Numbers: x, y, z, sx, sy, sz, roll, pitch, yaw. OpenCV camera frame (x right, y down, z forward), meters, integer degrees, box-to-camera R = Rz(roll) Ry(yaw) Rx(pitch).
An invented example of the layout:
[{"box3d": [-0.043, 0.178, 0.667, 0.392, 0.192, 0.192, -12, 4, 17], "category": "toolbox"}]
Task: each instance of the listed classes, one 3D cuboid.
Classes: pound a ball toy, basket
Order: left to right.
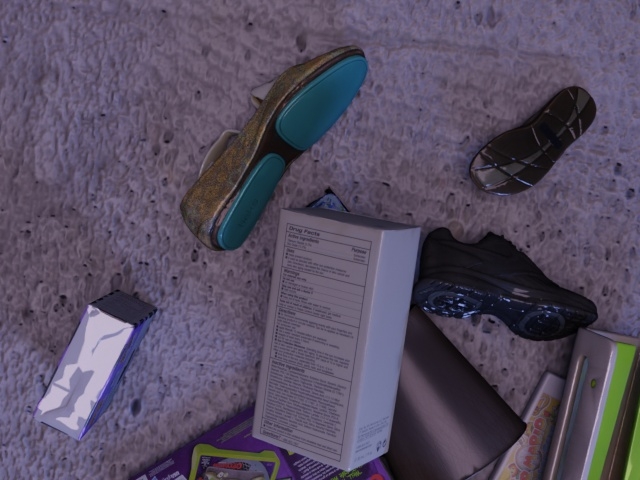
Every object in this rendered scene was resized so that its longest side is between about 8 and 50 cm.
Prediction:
[{"box3d": [0.140, 0.217, 1.348, 0.204, 0.154, 0.226, -33, 90, 2], "category": "basket"}, {"box3d": [0.425, 0.296, 1.349, 0.208, 0.136, 0.319, 11, 94, -15], "category": "pound a ball toy"}]

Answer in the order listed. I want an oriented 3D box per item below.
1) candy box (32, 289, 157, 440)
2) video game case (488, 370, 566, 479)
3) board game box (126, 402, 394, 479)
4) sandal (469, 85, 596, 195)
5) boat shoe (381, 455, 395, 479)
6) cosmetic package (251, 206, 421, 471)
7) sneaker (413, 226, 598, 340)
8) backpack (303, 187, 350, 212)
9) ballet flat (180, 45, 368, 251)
[{"box3d": [-0.299, 0.161, 1.304, 0.070, 0.196, 0.164, 26, 92, -2], "category": "candy box"}, {"box3d": [0.373, 0.337, 1.419, 0.206, 0.026, 0.226, 27, 92, -3], "category": "video game case"}, {"box3d": [-0.088, 0.348, 1.352, 0.347, 0.056, 0.208, -30, 61, 1], "category": "board game box"}, {"box3d": [0.300, -0.141, 1.379, 0.219, 0.060, 0.090, -43, 100, -13], "category": "sandal"}, {"box3d": [0.106, 0.418, 1.400, 0.076, 0.083, 0.226, -21, 95, 28], "category": "boat shoe"}, {"box3d": [0.019, 0.120, 1.248, 0.160, 0.113, 0.309, 14, 99, 31], "category": "cosmetic package"}, {"box3d": [0.268, 0.056, 1.360, 0.286, 0.109, 0.130, 18, 55, -19], "category": "sneaker"}, {"box3d": [0.000, 0.000, 1.360, 0.114, 0.084, 0.105, -38, 91, 4], "category": "backpack"}, {"box3d": [-0.076, -0.147, 1.344, 0.123, 0.123, 0.348, 36, 90, -3], "category": "ballet flat"}]
